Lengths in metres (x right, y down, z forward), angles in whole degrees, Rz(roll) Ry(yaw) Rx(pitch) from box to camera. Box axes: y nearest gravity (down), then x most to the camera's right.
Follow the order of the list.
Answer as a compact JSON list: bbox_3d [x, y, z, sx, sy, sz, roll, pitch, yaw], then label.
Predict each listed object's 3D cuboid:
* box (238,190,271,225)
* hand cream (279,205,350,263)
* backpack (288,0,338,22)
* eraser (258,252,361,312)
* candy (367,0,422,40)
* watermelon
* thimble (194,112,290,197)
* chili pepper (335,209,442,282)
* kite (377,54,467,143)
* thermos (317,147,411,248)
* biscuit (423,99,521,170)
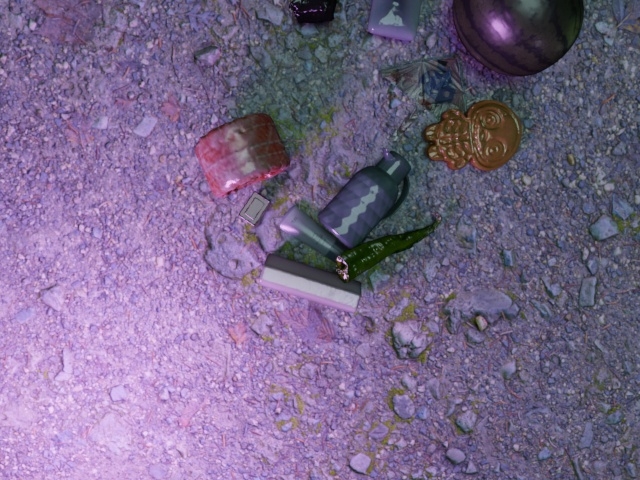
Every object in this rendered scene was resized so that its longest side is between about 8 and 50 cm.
[{"bbox_3d":[-0.185,-0.090,1.225,0.060,0.063,0.084,34,92,-7],"label":"box"},{"bbox_3d":[0.000,0.000,1.251,0.255,0.048,0.079,36,87,-3],"label":"hand cream"},{"bbox_3d":[-0.007,-0.670,1.161,0.120,0.106,0.165,10,78,18],"label":"backpack"},{"bbox_3d":[-0.029,0.117,1.195,0.270,0.174,0.094,19,92,-4],"label":"eraser"},{"bbox_3d":[0.210,-0.651,1.187,0.138,0.071,0.174,9,96,-4],"label":"candy"},{"bbox_3d":[0.492,-0.596,1.102,0.279,0.279,0.359,-41,92,1],"label":"watermelon"},{"bbox_3d":[-0.204,-0.226,1.130,0.239,0.239,0.162,-24,97,0],"label":"thimble"},{"bbox_3d":[0.194,0.010,1.204,0.359,0.076,0.084,-26,108,-25],"label":"chili pepper"},{"bbox_3d":[0.309,-0.405,1.245,0.335,0.011,0.314,36,93,-5],"label":"kite"},{"bbox_3d":[0.142,-0.112,1.205,0.286,0.145,0.182,-47,128,1],"label":"thermos"},{"bbox_3d":[0.442,-0.300,1.239,0.289,0.044,0.201,-5,97,-8],"label":"biscuit"}]
